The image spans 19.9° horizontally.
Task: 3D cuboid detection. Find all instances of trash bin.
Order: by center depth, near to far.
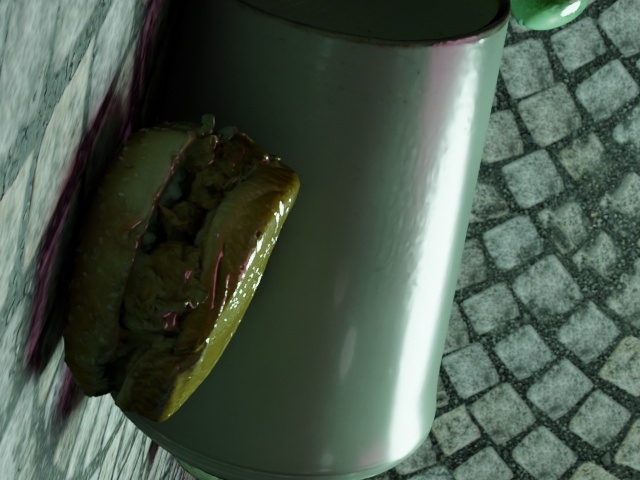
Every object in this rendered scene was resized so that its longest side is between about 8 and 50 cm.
[{"bbox_3d":[-0.014,-0.013,1.446,0.280,0.280,0.432,-72,175,-61],"label":"trash bin"}]

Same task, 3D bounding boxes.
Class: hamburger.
[{"bbox_3d":[-0.105,0.023,1.229,0.215,0.122,0.189,112,3,-57],"label":"hamburger"}]

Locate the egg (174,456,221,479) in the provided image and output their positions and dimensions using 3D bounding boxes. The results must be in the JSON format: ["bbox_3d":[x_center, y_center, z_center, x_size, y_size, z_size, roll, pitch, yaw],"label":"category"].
[{"bbox_3d":[-0.122,0.235,2.406,0.231,0.169,0.169,-123,-131,-80],"label":"egg"}]

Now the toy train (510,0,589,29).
[{"bbox_3d":[0.123,-0.395,1.495,0.272,0.179,0.442,89,-19,-82],"label":"toy train"}]
